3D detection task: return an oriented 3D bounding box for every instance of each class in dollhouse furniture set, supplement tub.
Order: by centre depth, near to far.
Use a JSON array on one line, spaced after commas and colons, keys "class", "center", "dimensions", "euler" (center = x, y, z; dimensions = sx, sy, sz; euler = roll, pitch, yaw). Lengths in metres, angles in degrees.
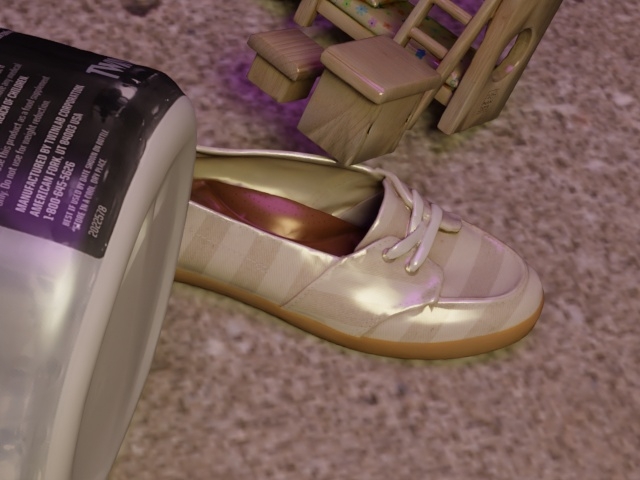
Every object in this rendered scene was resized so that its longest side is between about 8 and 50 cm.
[{"class": "supplement tub", "center": [-0.219, -0.008, 0.564], "dimensions": [0.315, 0.194, 0.194], "euler": [15, 49, 2]}, {"class": "dollhouse furniture set", "center": [0.007, -0.140, 0.749], "dimensions": [0.182, 0.101, 0.161], "euler": [38, 31, 19]}]

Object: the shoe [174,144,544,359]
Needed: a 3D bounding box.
[{"class": "shoe", "center": [0.000, 0.000, 0.692], "dimensions": [0.219, 0.058, 0.077], "euler": [13, 49, -1]}]
